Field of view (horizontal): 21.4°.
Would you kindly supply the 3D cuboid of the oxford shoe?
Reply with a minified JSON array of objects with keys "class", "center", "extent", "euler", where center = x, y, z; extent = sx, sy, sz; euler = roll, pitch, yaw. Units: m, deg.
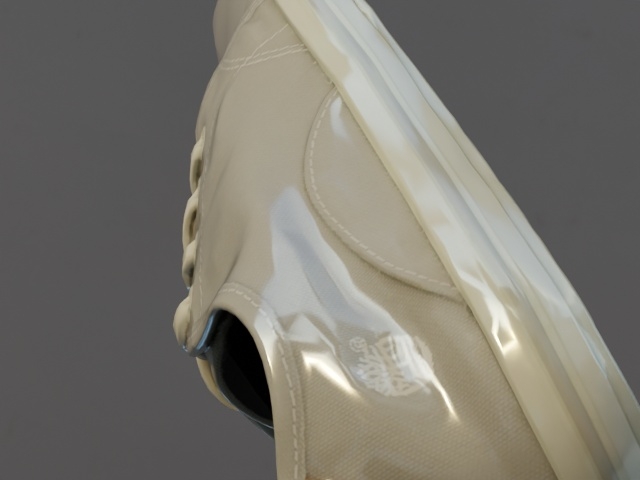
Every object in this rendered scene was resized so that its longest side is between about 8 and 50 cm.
[{"class":"oxford shoe","center":[0.000,0.000,0.670],"extent":[0.130,0.449,0.169],"euler":[-30,-60,2]}]
